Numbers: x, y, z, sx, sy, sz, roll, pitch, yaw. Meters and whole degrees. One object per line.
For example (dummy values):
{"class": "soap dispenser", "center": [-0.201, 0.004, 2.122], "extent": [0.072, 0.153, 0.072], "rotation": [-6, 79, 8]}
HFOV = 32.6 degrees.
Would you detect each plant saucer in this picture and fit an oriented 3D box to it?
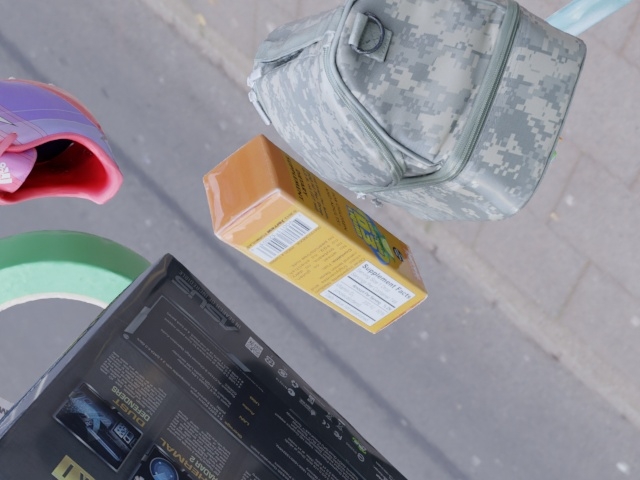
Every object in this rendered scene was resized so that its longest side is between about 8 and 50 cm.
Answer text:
{"class": "plant saucer", "center": [0.399, -0.334, 1.491], "extent": [0.043, 0.317, 0.317], "rotation": [58, 151, -3]}

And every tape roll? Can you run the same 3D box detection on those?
{"class": "tape roll", "center": [-0.319, 0.143, 1.325], "extent": [0.077, 0.321, 0.321], "rotation": [-110, 3, -58]}

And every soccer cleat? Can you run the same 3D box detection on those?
{"class": "soccer cleat", "center": [-0.232, -0.063, 0.668], "extent": [0.095, 0.248, 0.083], "rotation": [44, 116, 30]}

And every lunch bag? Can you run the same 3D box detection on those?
{"class": "lunch bag", "center": [0.078, -0.154, 1.136], "extent": [0.256, 0.212, 0.305], "rotation": [25, 175, -18]}

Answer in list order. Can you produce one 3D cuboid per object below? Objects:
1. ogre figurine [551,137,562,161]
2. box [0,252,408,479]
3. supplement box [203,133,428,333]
{"class": "ogre figurine", "center": [0.339, -0.169, 1.852], "extent": [0.118, 0.097, 0.197], "rotation": [41, -177, 13]}
{"class": "box", "center": [-0.028, 0.133, 0.452], "extent": [0.233, 0.183, 0.059], "rotation": [43, 114, -7]}
{"class": "supplement box", "center": [0.000, 0.000, 1.006], "extent": [0.233, 0.080, 0.078], "rotation": [37, -154, -43]}
